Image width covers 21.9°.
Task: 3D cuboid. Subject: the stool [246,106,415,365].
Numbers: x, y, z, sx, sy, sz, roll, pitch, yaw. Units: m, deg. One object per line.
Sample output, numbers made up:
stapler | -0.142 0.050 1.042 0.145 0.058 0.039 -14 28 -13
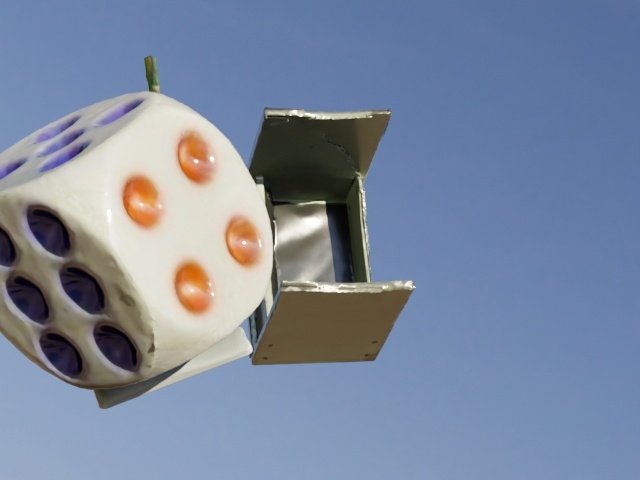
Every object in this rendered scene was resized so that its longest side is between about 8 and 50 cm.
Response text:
stool | 0.000 0.000 2.079 0.170 0.244 0.270 -1 -23 -11

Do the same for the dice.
dice | -0.226 -0.003 1.837 0.243 0.251 0.259 -13 -68 38

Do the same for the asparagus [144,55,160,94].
asparagus | -0.195 -0.159 1.948 0.018 0.127 0.015 -6 -21 -3

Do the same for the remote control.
remote control | -0.169 0.140 1.868 0.050 0.184 0.027 -122 -165 -53
